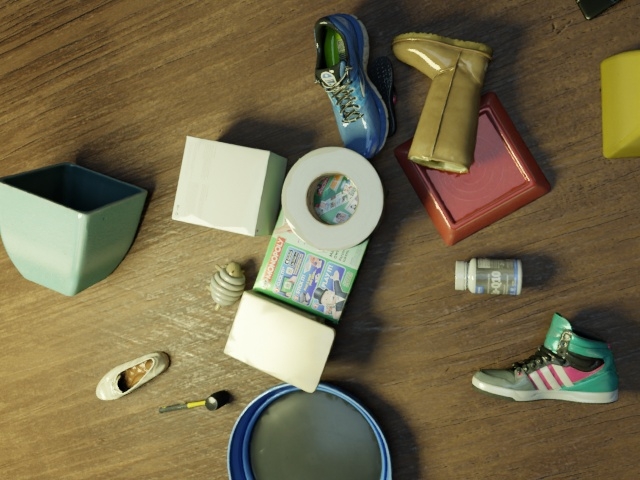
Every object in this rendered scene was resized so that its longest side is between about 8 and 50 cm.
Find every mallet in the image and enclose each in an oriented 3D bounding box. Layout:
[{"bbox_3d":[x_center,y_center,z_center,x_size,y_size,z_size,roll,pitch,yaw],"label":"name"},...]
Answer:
[{"bbox_3d":[-0.314,0.405,1.511,0.189,0.062,0.039,-15,86,28],"label":"mallet"}]

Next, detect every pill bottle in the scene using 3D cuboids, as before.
[{"bbox_3d":[0.362,0.077,1.319,0.137,0.078,0.078,1,91,14],"label":"pill bottle"}]

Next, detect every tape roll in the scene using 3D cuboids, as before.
[{"bbox_3d":[0.031,-0.088,1.306,0.219,0.072,0.219,0,92,12],"label":"tape roll"}]

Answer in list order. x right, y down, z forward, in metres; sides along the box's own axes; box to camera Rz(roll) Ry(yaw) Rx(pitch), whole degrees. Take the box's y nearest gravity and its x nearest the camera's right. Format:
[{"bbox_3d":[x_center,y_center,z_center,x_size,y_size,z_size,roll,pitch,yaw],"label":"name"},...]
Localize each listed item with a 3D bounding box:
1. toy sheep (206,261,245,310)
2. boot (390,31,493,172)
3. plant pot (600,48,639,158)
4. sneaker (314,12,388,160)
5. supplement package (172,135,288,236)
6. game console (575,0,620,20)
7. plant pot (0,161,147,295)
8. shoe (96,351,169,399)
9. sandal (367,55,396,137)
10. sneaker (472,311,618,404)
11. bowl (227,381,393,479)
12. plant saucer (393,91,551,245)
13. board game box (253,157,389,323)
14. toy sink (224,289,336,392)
[{"bbox_3d":[-0.225,0.110,1.458,0.091,0.091,0.132,27,111,11],"label":"toy sheep"},{"bbox_3d":[0.233,-0.299,1.307,0.236,0.089,0.270,13,85,22],"label":"boot"},{"bbox_3d":[0.679,-0.280,1.182,0.212,0.187,0.212,-2,91,14],"label":"plant pot"},{"bbox_3d":[0.048,-0.330,1.331,0.129,0.147,0.330,-14,93,35],"label":"sneaker"},{"bbox_3d":[-0.205,-0.122,1.413,0.203,0.149,0.194,12,94,13],"label":"supplement package"},{"bbox_3d":[0.596,-0.547,1.287,0.107,0.071,0.122,-25,86,-18],"label":"game console"},{"bbox_3d":[-0.605,-0.018,1.471,0.247,0.248,0.252,20,111,12],"label":"plant pot"},{"bbox_3d":[-0.484,0.341,1.533,0.219,0.058,0.077,-30,84,12],"label":"shoe"},{"bbox_3d":[0.144,-0.324,1.384,0.067,0.040,0.179,0,102,33],"label":"sandal"},{"bbox_3d":[0.469,0.240,1.271,0.295,0.124,0.179,0,96,6],"label":"sneaker"},{"bbox_3d":[-0.023,0.515,1.419,0.390,0.077,0.392,0,91,13],"label":"bowl"},{"bbox_3d":[0.329,-0.158,1.339,0.258,0.047,0.259,-30,83,12],"label":"plant saucer"},{"bbox_3d":[0.000,0.000,1.375,0.213,0.046,0.318,22,96,12],"label":"board game box"},{"bbox_3d":[-0.074,0.223,1.399,0.234,0.131,0.153,20,95,17],"label":"toy sink"}]
